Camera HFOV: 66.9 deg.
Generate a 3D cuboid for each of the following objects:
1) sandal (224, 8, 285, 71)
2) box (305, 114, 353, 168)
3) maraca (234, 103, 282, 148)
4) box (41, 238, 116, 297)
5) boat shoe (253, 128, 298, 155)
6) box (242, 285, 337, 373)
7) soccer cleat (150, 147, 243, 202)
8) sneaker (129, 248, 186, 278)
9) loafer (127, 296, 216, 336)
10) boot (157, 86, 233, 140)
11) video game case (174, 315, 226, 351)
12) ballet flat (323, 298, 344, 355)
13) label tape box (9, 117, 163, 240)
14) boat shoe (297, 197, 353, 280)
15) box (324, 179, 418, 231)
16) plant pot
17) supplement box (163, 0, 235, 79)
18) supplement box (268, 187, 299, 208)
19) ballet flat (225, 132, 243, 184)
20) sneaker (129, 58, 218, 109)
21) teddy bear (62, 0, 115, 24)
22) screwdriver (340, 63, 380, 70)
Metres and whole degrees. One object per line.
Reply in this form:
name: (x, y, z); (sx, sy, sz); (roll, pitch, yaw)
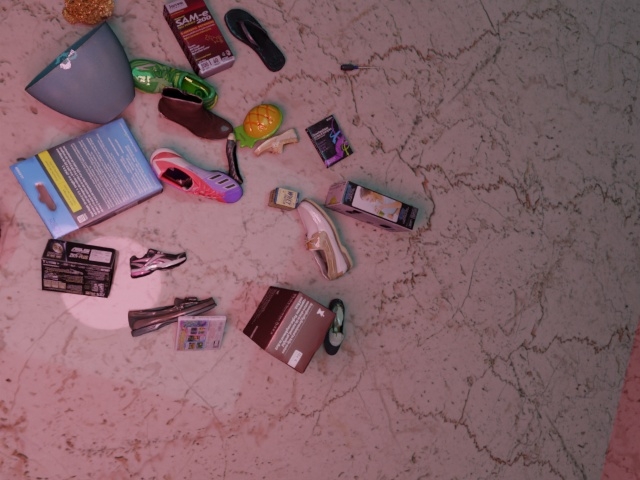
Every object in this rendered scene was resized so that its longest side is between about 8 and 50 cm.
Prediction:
sandal: (-0.216, -0.697, 1.662); (0.254, 0.054, 0.097); (41, 75, -14)
box: (0.033, -0.358, 1.752); (0.116, 0.029, 0.162); (-33, 98, -18)
maraca: (-0.210, -0.385, 1.627); (0.186, 0.099, 0.127); (-40, 64, -3)
box: (-0.694, 0.083, 1.395); (0.180, 0.147, 0.077); (10, 44, -19)
boat shoe: (-0.148, -0.326, 1.666); (0.170, 0.063, 0.059); (-32, 93, -19)
box: (-0.109, 0.258, 1.483); (0.143, 0.381, 0.191); (35, 77, -15)
soccer cleat: (-0.375, -0.175, 1.504); (0.318, 0.116, 0.108); (26, 116, -39)
sneaker: (-0.509, 0.057, 1.514); (0.178, 0.072, 0.077); (-15, 82, -26)
loafer: (-0.463, 0.218, 1.512); (0.268, 0.096, 0.084); (-19, 87, -18)
boot: (-0.379, -0.389, 1.506); (0.249, 0.207, 0.090); (14, 83, -19)
video game case: (-0.379, 0.293, 1.523); (0.143, 0.019, 0.157); (2, 131, -20)
ballet flat: (0.053, 0.307, 1.708); (0.074, 0.074, 0.203); (8, 85, -20)
label tape box: (-0.680, -0.180, 1.439); (0.334, 0.106, 0.240); (-30, 98, -19)
boat shoe: (0.000, 0.000, 1.679); (0.103, 0.113, 0.302); (-37, 101, -24)
box: (0.177, -0.117, 1.723); (0.290, 0.169, 0.087); (20, 83, -20)
plant pot: (-0.655, -0.452, 1.392); (0.290, 0.290, 0.195); (-51, 126, -15)
supplement box: (-0.396, -0.666, 1.585); (0.130, 0.073, 0.239); (-32, 97, -18)
supplement box: (-0.125, -0.140, 1.654); (0.083, 0.083, 0.056); (12, 83, -20)
ballet flat: (-0.283, -0.269, 1.610); (0.049, 0.057, 0.173); (-1, 100, 14)
sneaker: (-0.465, -0.505, 1.525); (0.296, 0.123, 0.109); (13, 84, -19)
teddy bear: (-0.727, -0.831, 1.451); (0.245, 0.113, 0.337); (10, 84, -17)
screwdriver: (0.153, -0.649, 1.813); (0.170, 0.025, 0.024); (-10, 91, -20)
